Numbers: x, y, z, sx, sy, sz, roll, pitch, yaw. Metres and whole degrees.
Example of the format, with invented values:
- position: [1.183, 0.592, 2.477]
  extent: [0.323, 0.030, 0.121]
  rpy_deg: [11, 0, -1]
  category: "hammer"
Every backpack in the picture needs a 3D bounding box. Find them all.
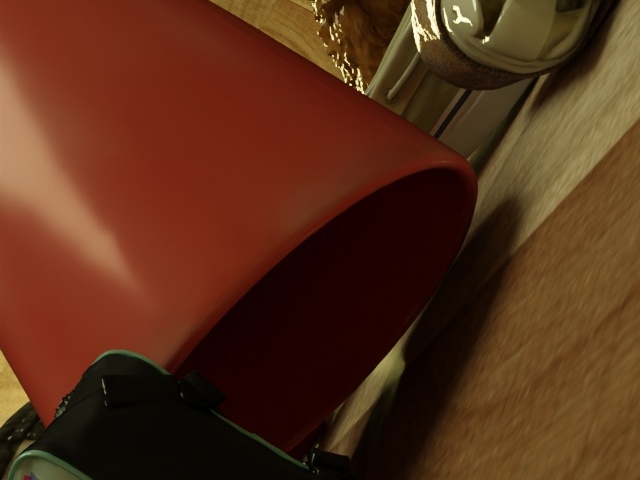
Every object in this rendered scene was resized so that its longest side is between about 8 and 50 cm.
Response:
- position: [-0.076, 0.170, 0.614]
  extent: [0.144, 0.166, 0.188]
  rpy_deg: [-58, -5, -44]
  category: "backpack"

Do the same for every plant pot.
- position: [-0.089, -0.016, 0.791]
  extent: [0.275, 0.243, 0.275]
  rpy_deg: [-38, -23, -19]
  category: "plant pot"

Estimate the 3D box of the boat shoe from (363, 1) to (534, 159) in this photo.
- position: [0.042, -0.065, 0.968]
  extent: [0.302, 0.094, 0.109]
  rpy_deg: [-53, 10, 35]
  category: "boat shoe"

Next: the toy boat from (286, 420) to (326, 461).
- position: [-0.059, 0.111, 1.132]
  extent: [0.151, 0.151, 0.231]
  rpy_deg: [-54, 45, 10]
  category: "toy boat"

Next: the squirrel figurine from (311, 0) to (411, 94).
- position: [0.076, -0.311, 1.272]
  extent: [0.397, 0.281, 0.370]
  rpy_deg: [-62, -4, -25]
  category: "squirrel figurine"

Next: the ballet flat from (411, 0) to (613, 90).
- position: [0.120, -0.159, 0.705]
  extent: [0.316, 0.107, 0.106]
  rpy_deg: [118, 170, -51]
  category: "ballet flat"

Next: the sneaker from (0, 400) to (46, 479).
- position: [-0.219, 0.321, 1.120]
  extent: [0.182, 0.158, 0.410]
  rpy_deg: [101, 176, -77]
  category: "sneaker"
